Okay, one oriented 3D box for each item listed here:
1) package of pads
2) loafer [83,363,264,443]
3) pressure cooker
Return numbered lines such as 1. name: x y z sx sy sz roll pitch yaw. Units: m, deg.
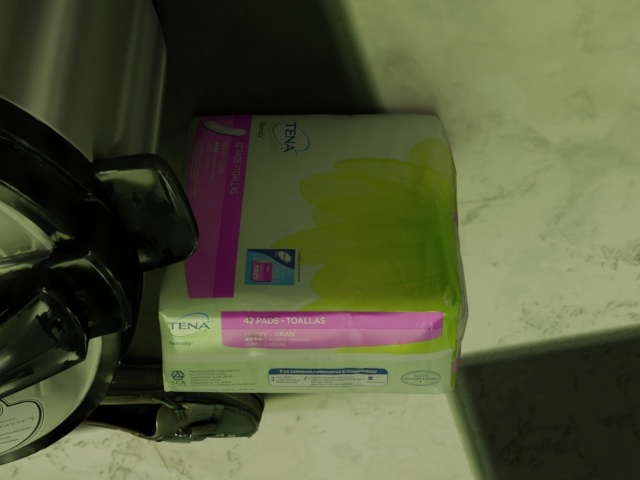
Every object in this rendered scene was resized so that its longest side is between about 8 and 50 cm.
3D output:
1. package of pads: 0.000 0.000 1.169 0.229 0.296 0.101 0 124 0
2. loafer: -0.189 0.173 1.495 0.267 0.084 0.096 14 134 -14
3. pressure cooker: -0.305 -0.032 1.051 0.375 0.420 0.370 23 130 -22
